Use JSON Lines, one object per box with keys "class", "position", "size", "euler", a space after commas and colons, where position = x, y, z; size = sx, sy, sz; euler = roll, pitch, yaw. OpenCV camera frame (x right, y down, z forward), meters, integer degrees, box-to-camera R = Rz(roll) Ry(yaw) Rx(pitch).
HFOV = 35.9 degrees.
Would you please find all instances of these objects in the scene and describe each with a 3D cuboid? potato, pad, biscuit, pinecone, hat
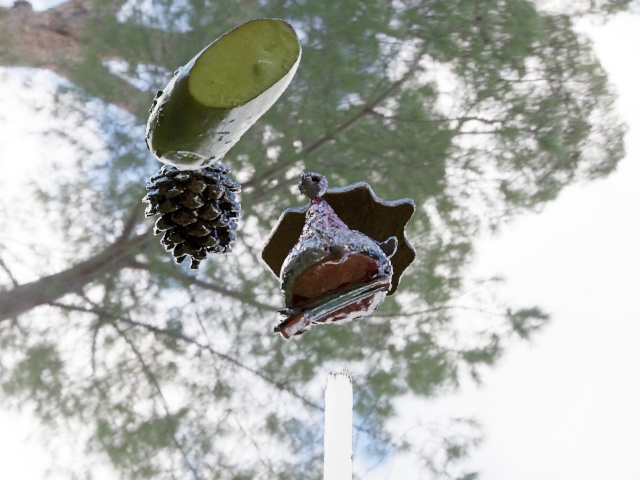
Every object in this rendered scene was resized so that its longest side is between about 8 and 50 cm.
{"class": "potato", "position": [-0.153, -0.230, 1.529], "size": [0.141, 0.176, 0.298], "euler": [43, -79, -4]}
{"class": "pad", "position": [0.049, 0.418, 1.738], "size": [0.315, 0.063, 0.375], "euler": [151, -59, -77]}
{"class": "biscuit", "position": [0.038, 0.009, 1.341], "size": [0.215, 0.034, 0.182], "euler": [-34, -78, 10]}
{"class": "pinecone", "position": [-0.231, -0.059, 1.840], "size": [0.184, 0.179, 0.204], "euler": [-26, -79, -4]}
{"class": "hat", "position": [-0.001, 0.003, 1.167], "size": [0.140, 0.129, 0.227], "euler": [-39, -142, 20]}
